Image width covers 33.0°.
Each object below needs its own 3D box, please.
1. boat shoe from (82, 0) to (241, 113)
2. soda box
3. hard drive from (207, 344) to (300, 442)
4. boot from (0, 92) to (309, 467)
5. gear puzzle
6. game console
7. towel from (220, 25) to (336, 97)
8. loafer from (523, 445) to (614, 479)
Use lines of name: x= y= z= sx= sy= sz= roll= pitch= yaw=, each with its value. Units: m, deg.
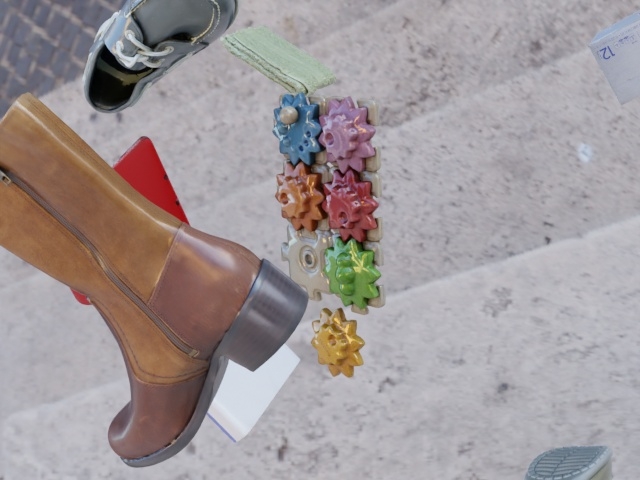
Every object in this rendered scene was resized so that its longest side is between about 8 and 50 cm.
boat shoe: x=-0.188 y=-0.222 z=1.222 sx=0.319 sy=0.116 sz=0.099 roll=-17 pitch=49 yaw=58
soda box: x=0.503 y=-0.289 z=1.409 sx=0.286 sy=0.091 sz=0.098 roll=-27 pitch=100 yaw=30
hard drive: x=-0.194 y=0.147 z=1.755 sx=0.319 sy=0.210 sz=0.040 roll=46 pitch=129 yaw=-6
boot: x=-0.192 y=0.049 z=0.882 sx=0.264 sy=0.280 sz=0.096 roll=-44 pitch=18 yaw=41
gear puzzle: x=0.000 y=0.000 z=1.251 sx=0.175 sy=0.044 sz=0.339 roll=13 pitch=112 yaw=45
game console: x=-0.215 y=-0.019 z=1.122 sx=0.124 sy=0.144 sz=0.085 roll=-13 pitch=38 yaw=10
towel: x=-0.057 y=-0.244 z=1.464 sx=0.148 sy=0.110 sz=0.027 roll=33 pitch=119 yaw=10
loafer: x=0.288 y=0.322 z=1.298 sx=0.094 sy=0.251 sz=0.087 roll=-9 pitch=102 yaw=38
